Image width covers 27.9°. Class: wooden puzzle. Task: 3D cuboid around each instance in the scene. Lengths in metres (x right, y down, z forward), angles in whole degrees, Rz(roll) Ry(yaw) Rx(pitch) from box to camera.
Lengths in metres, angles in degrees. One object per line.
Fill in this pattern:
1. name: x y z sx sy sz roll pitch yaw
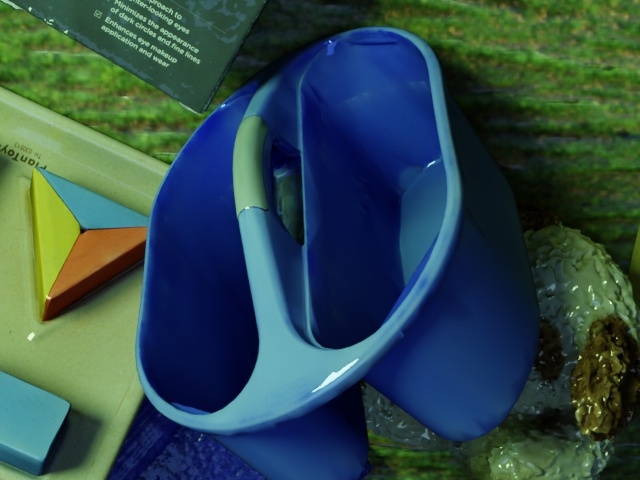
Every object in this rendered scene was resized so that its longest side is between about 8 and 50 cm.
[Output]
1. wooden puzzle: -0.271 0.043 0.925 0.322 0.347 0.080 25 157 -5

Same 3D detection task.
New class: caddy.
1. caddy: 0.000 0.000 0.850 0.241 0.341 0.179 -29 128 21

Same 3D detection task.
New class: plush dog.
1. plush dog: 0.163 0.096 0.951 0.211 0.262 0.225 -7 133 -25

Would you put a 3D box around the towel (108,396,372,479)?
1. towel: -0.135 0.171 1.053 0.308 0.076 0.227 42 91 -14

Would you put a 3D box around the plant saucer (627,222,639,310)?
1. plant saucer: 0.401 0.017 0.929 0.333 0.081 0.332 8 119 5

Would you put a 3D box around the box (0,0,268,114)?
1. box: -0.101 -0.197 0.854 0.156 0.093 0.158 30 119 -8
